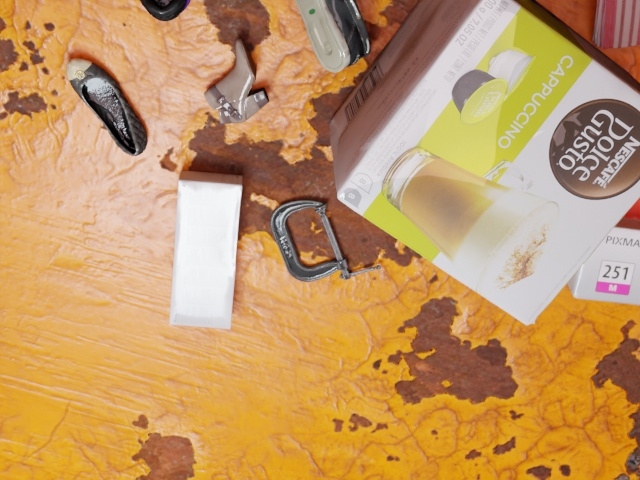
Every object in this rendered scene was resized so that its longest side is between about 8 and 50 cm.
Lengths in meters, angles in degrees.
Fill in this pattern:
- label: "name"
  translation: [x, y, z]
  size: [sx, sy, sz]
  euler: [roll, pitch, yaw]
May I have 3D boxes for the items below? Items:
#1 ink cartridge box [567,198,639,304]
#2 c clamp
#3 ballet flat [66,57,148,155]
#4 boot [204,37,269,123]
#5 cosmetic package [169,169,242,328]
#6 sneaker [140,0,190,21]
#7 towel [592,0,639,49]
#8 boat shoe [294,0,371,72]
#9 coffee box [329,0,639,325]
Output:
- label: "ink cartridge box"
  translation: [0.544, -0.014, 1.973]
  size: [0.275, 0.060, 0.238]
  euler: [6, 111, -4]
- label: "c clamp"
  translation: [0.000, 0.000, 1.984]
  size: [0.137, 0.022, 0.160]
  euler: [-22, 111, 12]
- label: "ballet flat"
  translation: [-0.314, -0.200, 1.882]
  size: [0.057, 0.049, 0.173]
  euler: [-35, 107, 10]
- label: "boot"
  translation: [-0.132, -0.231, 1.883]
  size: [0.087, 0.042, 0.118]
  euler: [-19, 103, 14]
- label: "cosmetic package"
  translation: [-0.178, 0.015, 1.960]
  size: [0.099, 0.060, 0.239]
  euler: [5, 110, -5]
- label: "sneaker"
  translation: [-0.219, -0.443, 1.743]
  size: [0.102, 0.146, 0.293]
  euler: [-4, 111, 0]
- label: "towel"
  translation: [0.495, -0.352, 1.834]
  size: [0.197, 0.029, 0.144]
  euler: [-8, 136, -1]
- label: "boat shoe"
  translation: [0.008, -0.363, 1.829]
  size: [0.079, 0.084, 0.233]
  euler: [-29, 105, -32]
- label: "coffee box"
  translation: [0.243, -0.153, 1.762]
  size: [0.334, 0.338, 0.337]
  euler: [34, 106, -13]
